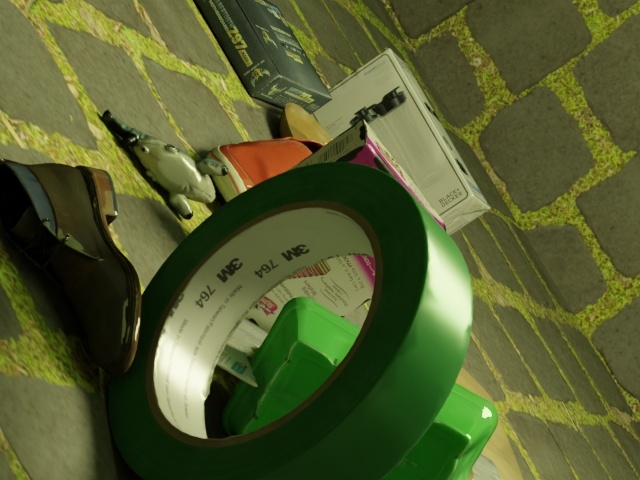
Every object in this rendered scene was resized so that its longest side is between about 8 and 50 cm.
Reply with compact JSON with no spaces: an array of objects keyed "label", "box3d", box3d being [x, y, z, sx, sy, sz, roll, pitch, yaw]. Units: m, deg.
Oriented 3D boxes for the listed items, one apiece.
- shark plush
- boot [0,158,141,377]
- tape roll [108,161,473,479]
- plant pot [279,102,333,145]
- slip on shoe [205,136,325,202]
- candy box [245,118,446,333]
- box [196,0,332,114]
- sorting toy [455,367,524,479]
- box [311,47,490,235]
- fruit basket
[{"label":"shark plush","box3d":[-0.181,-0.083,1.967,0.161,0.073,0.067,26,6,-24]},{"label":"boot","box3d":[-0.225,0.020,1.540,0.106,0.082,0.219,14,43,-37]},{"label":"tape roll","box3d":[-0.029,0.084,1.479,0.077,0.321,0.321,44,18,-38]},{"label":"plant pot","box3d":[0.008,-0.095,2.591,0.236,0.032,0.236,51,16,-20]},{"label":"slip on shoe","box3d":[-0.055,-0.082,2.216,0.123,0.101,0.331,59,16,6]},{"label":"candy box","box3d":[0.000,0.000,1.940,0.159,0.233,0.071,51,15,-22]},{"label":"box","box3d":[-0.082,-0.286,2.662,0.183,0.059,0.232,61,15,14]},{"label":"sorting toy","box3d":[0.141,0.233,2.175,0.257,0.089,0.255,45,18,-36]},{"label":"box","box3d":[0.118,-0.131,2.754,0.290,0.169,0.087,61,15,22]},{"label":"fruit basket","box3d":[0.035,0.179,1.764,0.327,0.165,0.353,30,-2,0]}]
